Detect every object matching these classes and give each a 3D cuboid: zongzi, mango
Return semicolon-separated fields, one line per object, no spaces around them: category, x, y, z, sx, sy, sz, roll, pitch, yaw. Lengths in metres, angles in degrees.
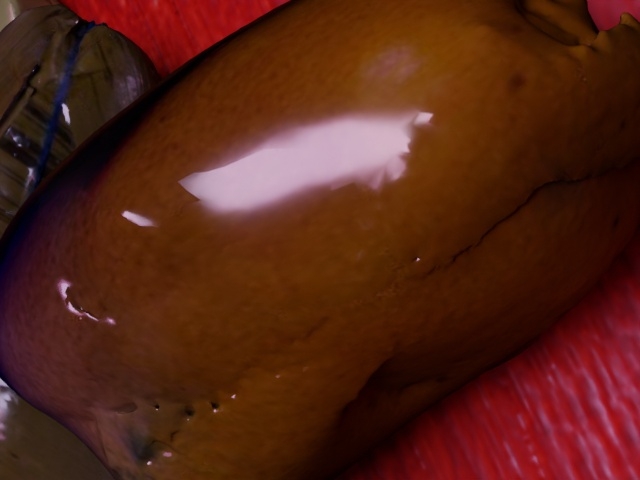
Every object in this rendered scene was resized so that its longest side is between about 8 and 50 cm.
zongzi;-0.090;0.053;0.599;0.289;0.123;0.260;32;78;-2
mango;0.000;0.000;0.475;0.287;0.201;0.152;-35;67;8

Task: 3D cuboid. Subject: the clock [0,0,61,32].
clock;-0.269;-0.113;0.720;0.232;0.069;0.170;33;103;20
